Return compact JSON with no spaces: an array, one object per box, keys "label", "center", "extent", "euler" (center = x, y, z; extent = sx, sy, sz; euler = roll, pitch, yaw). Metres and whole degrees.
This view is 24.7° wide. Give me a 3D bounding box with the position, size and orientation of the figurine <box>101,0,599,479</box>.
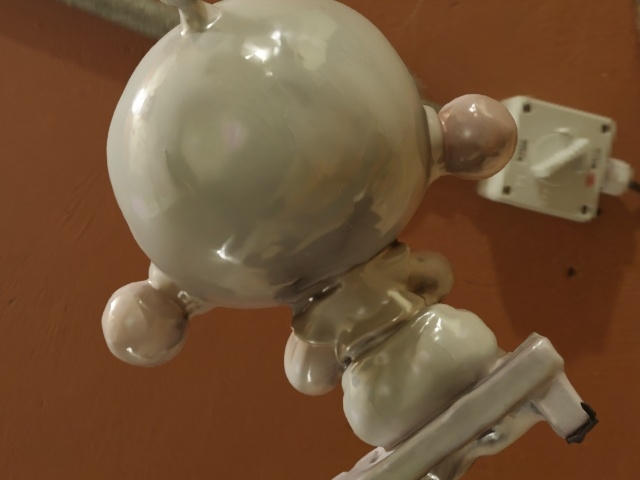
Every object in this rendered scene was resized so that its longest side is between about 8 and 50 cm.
[{"label":"figurine","center":[-0.005,0.004,0.617],"extent":[0.182,0.144,0.257],"euler":[-34,-88,23]}]
